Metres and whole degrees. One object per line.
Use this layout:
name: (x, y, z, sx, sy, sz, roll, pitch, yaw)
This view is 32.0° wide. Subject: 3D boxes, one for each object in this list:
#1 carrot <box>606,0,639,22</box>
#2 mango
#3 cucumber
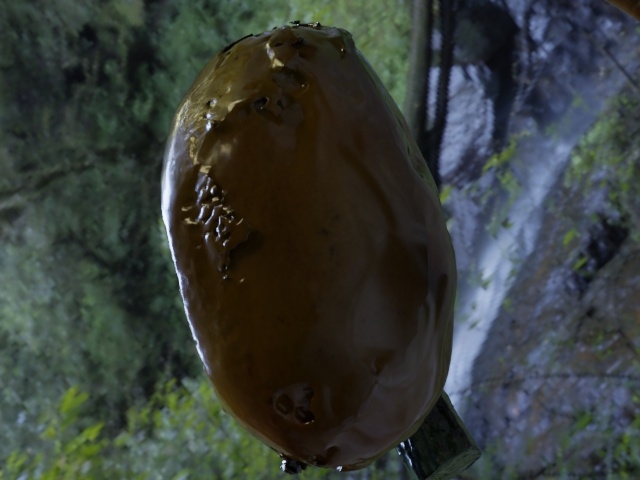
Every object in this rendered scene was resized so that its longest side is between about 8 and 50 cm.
carrot: (0.101, -0.123, 0.457, 0.190, 0.037, 0.037, 30, 161, 5)
mango: (0.000, 0.000, 0.609, 0.151, 0.156, 0.249, -20, 75, 39)
cucumber: (0.057, 0.106, 0.952, 0.211, 0.062, 0.078, 59, -179, 24)
